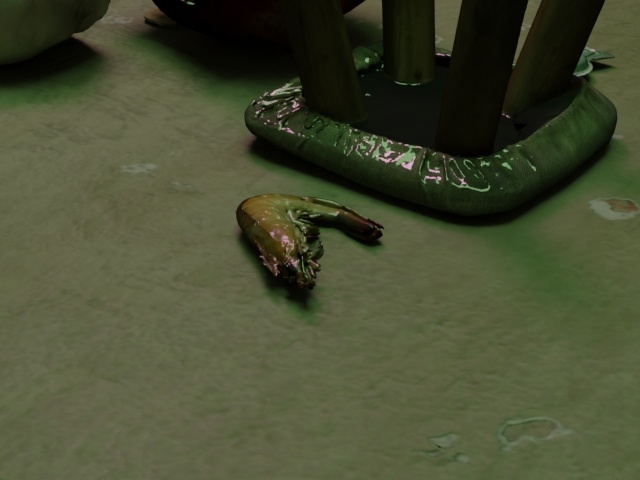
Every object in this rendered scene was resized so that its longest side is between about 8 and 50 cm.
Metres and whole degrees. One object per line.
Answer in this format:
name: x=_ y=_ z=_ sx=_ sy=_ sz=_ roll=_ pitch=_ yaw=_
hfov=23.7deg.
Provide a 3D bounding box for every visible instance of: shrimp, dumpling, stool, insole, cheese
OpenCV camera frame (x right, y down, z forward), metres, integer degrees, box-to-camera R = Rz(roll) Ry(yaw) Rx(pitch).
shrimp: x=0.000 y=0.001 z=1.271 sx=0.124 sy=0.034 sz=0.178 roll=1 pitch=21 yaw=-21
dumpling: x=-0.360 y=-0.267 z=1.642 sx=0.243 sy=0.175 sz=0.227 roll=25 pitch=1 yaw=12
stool: x=0.118 y=-0.195 z=1.462 sx=0.310 sy=0.226 sz=0.310 roll=20 pitch=31 yaw=27
insole: x=-0.110 y=-0.291 z=1.858 sx=0.081 sy=0.011 sz=0.248 roll=24 pitch=33 yaw=36
cheese: x=0.280 y=-0.201 z=1.712 sx=0.067 sy=0.026 sz=0.121 roll=21 pitch=31 yaw=30

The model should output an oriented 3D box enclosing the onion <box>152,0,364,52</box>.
onion: x=-0.050 y=-0.378 z=1.699 sx=0.341 sy=0.341 sz=0.341 roll=3 pitch=27 yaw=-1
